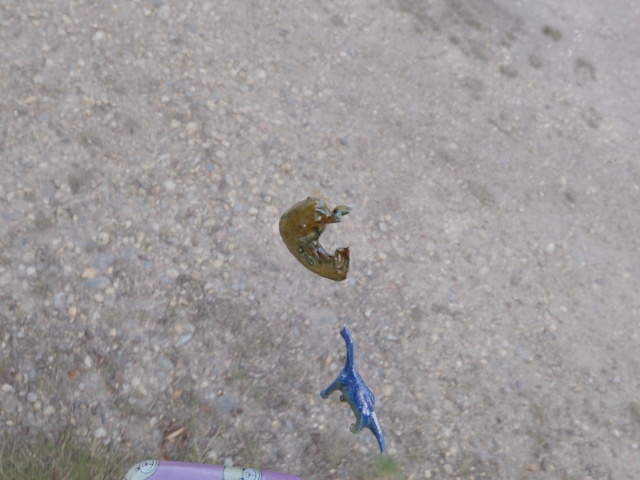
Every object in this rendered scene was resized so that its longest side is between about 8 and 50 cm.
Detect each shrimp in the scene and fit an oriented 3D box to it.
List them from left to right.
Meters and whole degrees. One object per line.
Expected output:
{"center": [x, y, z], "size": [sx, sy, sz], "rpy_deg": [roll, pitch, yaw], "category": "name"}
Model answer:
{"center": [0.002, -0.003, 0.924], "size": [0.132, 0.187, 0.051], "rpy_deg": [42, 65, -1], "category": "shrimp"}

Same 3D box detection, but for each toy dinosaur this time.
{"center": [0.094, 0.331, 1.395], "size": [0.075, 0.188, 0.247], "rpy_deg": [-18, 57, -39], "category": "toy dinosaur"}

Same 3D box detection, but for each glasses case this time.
{"center": [-0.167, 0.432, 1.037], "size": [0.316, 0.076, 0.123], "rpy_deg": [9, 53, -7], "category": "glasses case"}
